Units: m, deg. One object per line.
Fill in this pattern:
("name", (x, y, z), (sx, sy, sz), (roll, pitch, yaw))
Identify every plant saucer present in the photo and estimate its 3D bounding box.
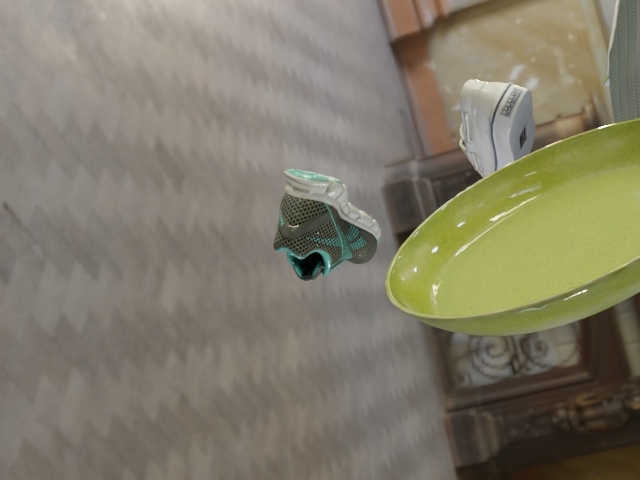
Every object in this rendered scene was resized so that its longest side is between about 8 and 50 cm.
("plant saucer", (0.158, -0.006, 0.706), (0.037, 0.241, 0.241), (61, 20, -17))

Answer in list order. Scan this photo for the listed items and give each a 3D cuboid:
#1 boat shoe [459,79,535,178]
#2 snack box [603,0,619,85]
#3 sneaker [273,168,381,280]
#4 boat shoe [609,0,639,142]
("boat shoe", (0.221, -0.135, 1.386), (0.095, 0.084, 0.258), (-61, 162, -17))
("snack box", (0.427, -0.253, 1.237), (0.070, 0.175, 0.207), (108, -2, -64))
("sneaker", (0.000, 0.000, 0.896), (0.166, 0.065, 0.076), (40, 67, -62))
("boat shoe", (0.263, -0.176, 0.792), (0.083, 0.076, 0.226), (-143, -126, -83))
